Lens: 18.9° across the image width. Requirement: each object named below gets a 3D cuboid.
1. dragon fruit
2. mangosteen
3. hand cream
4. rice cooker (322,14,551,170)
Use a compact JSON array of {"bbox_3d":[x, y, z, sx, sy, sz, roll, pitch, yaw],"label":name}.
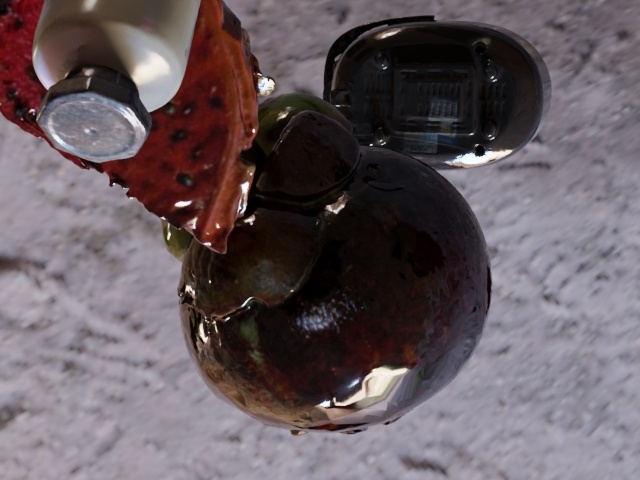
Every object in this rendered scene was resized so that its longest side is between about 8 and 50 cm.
[{"bbox_3d":[-0.078,-0.087,0.836,0.161,0.120,0.127,38,106,-13],"label":"dragon fruit"},{"bbox_3d":[0.003,0.008,0.988,0.172,0.172,0.184,-17,84,32],"label":"mangosteen"},{"bbox_3d":[-0.059,-0.130,0.686,0.050,0.234,0.080,34,137,-31],"label":"hand cream"},{"bbox_3d":[0.082,-0.105,1.374,0.165,0.106,0.112,-1,99,6],"label":"rice cooker"}]
